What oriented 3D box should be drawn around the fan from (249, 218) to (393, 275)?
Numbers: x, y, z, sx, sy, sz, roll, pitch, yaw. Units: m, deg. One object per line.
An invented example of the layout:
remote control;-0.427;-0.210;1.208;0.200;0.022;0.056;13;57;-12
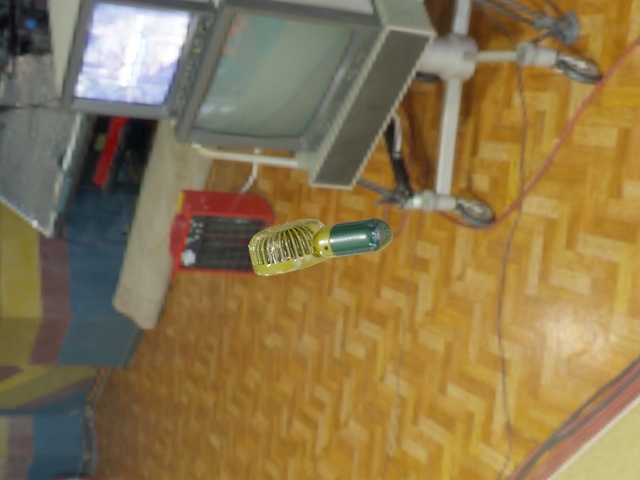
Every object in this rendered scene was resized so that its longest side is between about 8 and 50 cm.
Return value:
fan;0.000;0.000;0.991;0.155;0.082;0.039;-8;102;32
